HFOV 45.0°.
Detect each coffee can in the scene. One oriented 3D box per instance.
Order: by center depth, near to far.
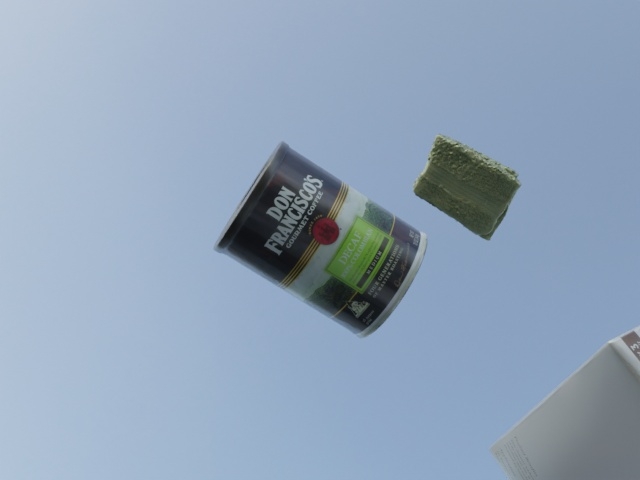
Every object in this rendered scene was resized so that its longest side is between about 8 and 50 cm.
[{"bbox_3d":[0.000,0.000,1.226,0.275,0.201,0.201,32,-55,-8],"label":"coffee can"}]

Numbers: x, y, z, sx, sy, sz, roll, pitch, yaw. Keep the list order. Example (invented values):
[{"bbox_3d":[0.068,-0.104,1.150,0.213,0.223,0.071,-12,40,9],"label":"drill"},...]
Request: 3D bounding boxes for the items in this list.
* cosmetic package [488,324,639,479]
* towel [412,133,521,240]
[{"bbox_3d":[0.388,0.262,0.971,0.217,0.156,0.385,59,-26,22],"label":"cosmetic package"},{"bbox_3d":[0.205,-0.078,1.102,0.148,0.027,0.110,37,-61,28],"label":"towel"}]
